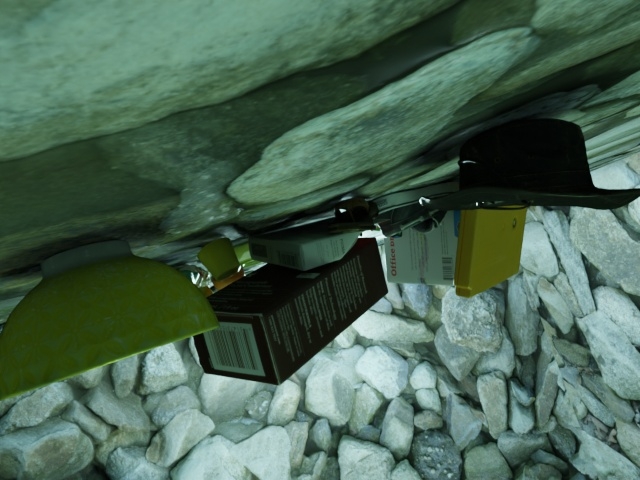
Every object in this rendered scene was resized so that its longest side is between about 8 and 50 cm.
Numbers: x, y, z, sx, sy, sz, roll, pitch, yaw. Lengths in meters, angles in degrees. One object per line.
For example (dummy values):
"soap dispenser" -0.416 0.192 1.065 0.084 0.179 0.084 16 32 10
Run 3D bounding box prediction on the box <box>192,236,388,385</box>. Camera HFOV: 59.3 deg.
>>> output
"box" -0.046 0.117 1.091 0.191 0.143 0.381 -3 -164 37

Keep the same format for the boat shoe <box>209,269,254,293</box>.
"boat shoe" -0.348 0.207 1.932 0.320 0.103 0.118 -33 -172 -28

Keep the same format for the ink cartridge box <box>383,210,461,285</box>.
"ink cartridge box" 0.331 0.005 1.496 0.270 0.198 0.197 1 -171 38

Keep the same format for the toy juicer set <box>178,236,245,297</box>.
"toy juicer set" -0.298 0.112 1.108 0.329 0.089 0.209 -32 166 -5

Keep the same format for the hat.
"hat" 0.320 -0.116 0.878 0.331 0.134 0.331 0 178 0

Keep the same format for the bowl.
"bowl" -0.295 0.090 0.758 0.289 0.156 0.289 -18 175 -2

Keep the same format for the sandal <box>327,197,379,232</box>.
"sandal" 0.067 -0.056 1.076 0.090 0.060 0.219 -6 -166 19

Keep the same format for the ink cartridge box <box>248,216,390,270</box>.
"ink cartridge box" 0.000 0.000 1.140 0.232 0.066 0.189 -10 -170 -37

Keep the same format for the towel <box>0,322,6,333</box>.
"towel" -0.594 0.176 1.313 0.336 0.040 0.243 -20 174 18

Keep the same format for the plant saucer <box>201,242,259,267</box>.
"plant saucer" -0.161 0.034 1.339 0.240 0.037 0.241 -18 175 -2

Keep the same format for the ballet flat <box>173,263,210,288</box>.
"ballet flat" -0.318 0.093 1.184 0.241 0.091 0.077 -18 155 -48

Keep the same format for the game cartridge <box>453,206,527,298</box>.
"game cartridge" 0.398 -0.035 1.291 0.052 0.285 0.323 12 -165 37

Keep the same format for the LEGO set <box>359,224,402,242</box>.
"LEGO set" 0.079 -0.024 1.444 0.244 0.060 0.182 -6 167 20

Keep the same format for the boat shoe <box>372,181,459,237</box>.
"boat shoe" 0.238 -0.067 1.296 0.301 0.102 0.108 -14 174 -45
